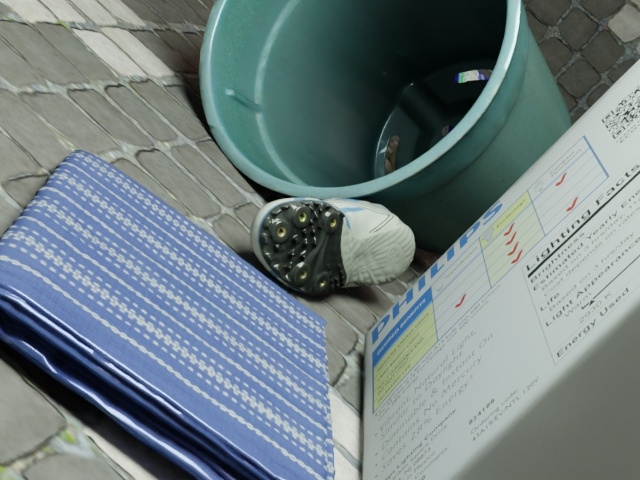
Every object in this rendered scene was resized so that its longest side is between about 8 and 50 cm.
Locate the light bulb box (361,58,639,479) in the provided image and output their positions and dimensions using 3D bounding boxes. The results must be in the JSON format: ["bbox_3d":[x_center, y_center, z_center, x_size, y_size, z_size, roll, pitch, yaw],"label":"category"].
[{"bbox_3d":[0.223,0.085,0.958,0.225,0.358,0.361,41,15,-10],"label":"light bulb box"}]

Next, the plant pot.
[{"bbox_3d":[0.100,-0.151,1.464,0.341,0.341,0.334,50,8,31],"label":"plant pot"}]

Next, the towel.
[{"bbox_3d":[-0.094,0.054,0.890,0.243,0.040,0.336,38,13,-10],"label":"towel"}]

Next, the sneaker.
[{"bbox_3d":[0.000,0.000,1.217,0.086,0.085,0.237,19,6,29],"label":"sneaker"}]

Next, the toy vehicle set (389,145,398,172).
[{"bbox_3d":[0.212,-0.027,1.918,0.267,0.035,0.166,38,15,-16],"label":"toy vehicle set"}]

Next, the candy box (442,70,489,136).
[{"bbox_3d":[0.257,-0.048,1.798,0.317,0.122,0.268,37,33,-19],"label":"candy box"}]
